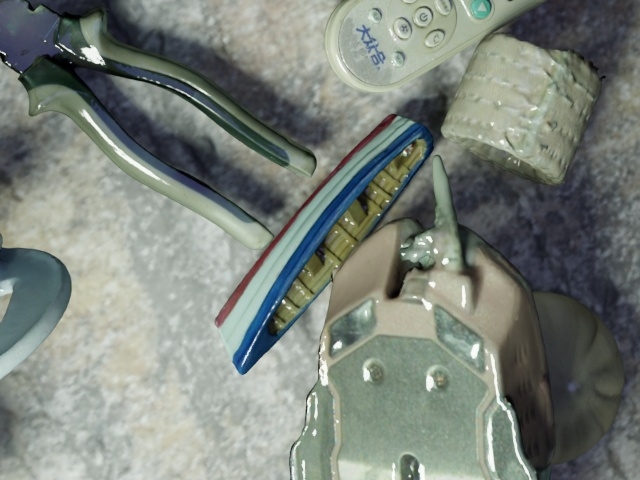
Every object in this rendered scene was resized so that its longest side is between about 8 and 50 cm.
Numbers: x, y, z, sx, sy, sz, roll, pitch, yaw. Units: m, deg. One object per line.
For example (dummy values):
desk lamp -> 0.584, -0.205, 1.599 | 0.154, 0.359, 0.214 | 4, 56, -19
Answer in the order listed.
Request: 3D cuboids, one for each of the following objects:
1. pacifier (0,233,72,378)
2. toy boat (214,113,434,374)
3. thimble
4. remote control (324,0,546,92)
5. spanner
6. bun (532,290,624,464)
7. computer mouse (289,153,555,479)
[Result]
pacifier -> -0.284, 0.110, 1.251 | 0.299, 0.244, 0.233 | -15, 111, 12
toy boat -> 0.000, 0.000, 1.416 | 0.046, 0.080, 0.229 | 38, 84, 19
thimble -> 0.152, -0.100, 1.428 | 0.102, 0.115, 0.090 | 23, 86, 4
remote control -> 0.100, -0.185, 1.444 | 0.221, 0.042, 0.078 | -32, 101, -14
spanner -> -0.153, -0.111, 1.367 | 0.325, 0.040, 0.095 | 32, 84, -12
bun -> 0.177, 0.109, 1.460 | 0.138, 0.094, 0.138 | -2, 97, -19
computer mouse -> 0.086, 0.126, 1.396 | 0.200, 0.115, 0.389 | 4, 101, 27
